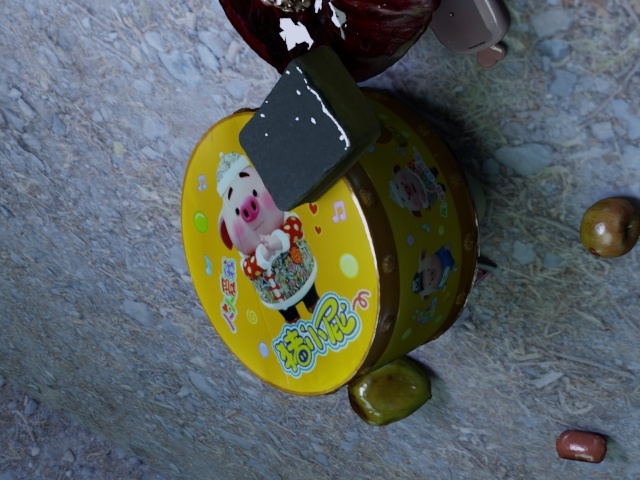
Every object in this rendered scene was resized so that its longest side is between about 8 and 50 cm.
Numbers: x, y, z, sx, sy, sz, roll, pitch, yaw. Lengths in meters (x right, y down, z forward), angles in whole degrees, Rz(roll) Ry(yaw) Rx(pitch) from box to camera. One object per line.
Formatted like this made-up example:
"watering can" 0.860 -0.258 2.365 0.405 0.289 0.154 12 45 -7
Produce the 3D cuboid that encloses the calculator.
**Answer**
"calculator" 0.176 -0.284 1.059 0.103 0.024 0.166 -15 121 48

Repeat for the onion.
"onion" -0.012 -0.323 0.984 0.314 0.232 0.314 25 132 31

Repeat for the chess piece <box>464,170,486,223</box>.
"chess piece" 0.159 -0.017 1.308 0.144 0.144 0.251 38 139 -4

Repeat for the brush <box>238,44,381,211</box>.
"brush" -0.019 -0.123 0.987 0.123 0.059 0.197 57 146 6

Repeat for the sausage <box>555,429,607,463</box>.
"sausage" 0.479 0.377 1.560 0.094 0.054 0.059 -2 167 40

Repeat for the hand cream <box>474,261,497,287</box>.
"hand cream" 0.198 0.099 1.469 0.050 0.079 0.275 64 149 19

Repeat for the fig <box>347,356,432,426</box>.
"fig" 0.134 0.291 1.676 0.165 0.144 0.154 -11 162 21

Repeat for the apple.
"apple" 0.389 -0.017 1.148 0.071 0.084 0.084 18 145 51

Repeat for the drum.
"drum" 0.000 0.000 1.231 0.431 0.214 0.431 18 116 41
